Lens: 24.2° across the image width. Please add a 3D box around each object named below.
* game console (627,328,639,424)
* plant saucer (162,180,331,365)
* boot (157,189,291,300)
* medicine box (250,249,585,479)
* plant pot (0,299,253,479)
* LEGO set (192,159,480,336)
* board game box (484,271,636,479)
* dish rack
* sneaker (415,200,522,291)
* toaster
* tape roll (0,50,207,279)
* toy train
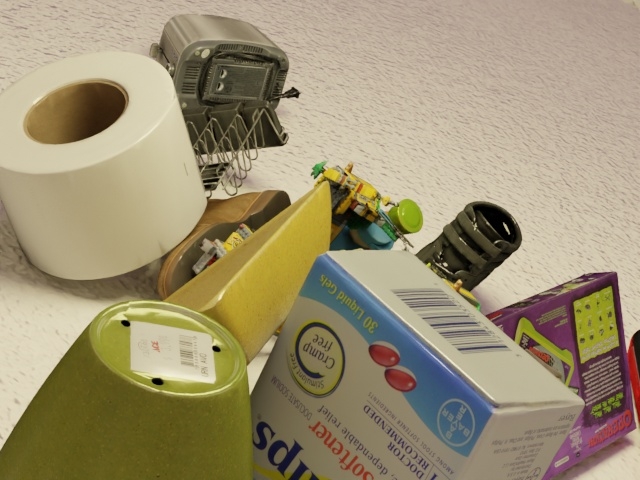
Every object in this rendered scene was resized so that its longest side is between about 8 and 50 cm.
[{"bbox_3d":[0.594,0.258,1.945,0.386,0.060,0.342,16,28,-5],"label":"game console"},{"bbox_3d":[-0.136,0.105,1.557,0.081,0.333,0.333,50,30,-6],"label":"plant saucer"},{"bbox_3d":[-0.146,0.014,1.905,0.115,0.112,0.305,4,21,22],"label":"boot"},{"bbox_3d":[0.068,0.198,1.475,0.149,0.289,0.263,1,32,-47],"label":"medicine box"},{"bbox_3d":[-0.168,0.208,1.317,0.274,0.294,0.275,15,28,-8],"label":"plant pot"},{"bbox_3d":[0.006,0.049,1.739,0.192,0.255,0.331,27,25,-50],"label":"LEGO set"},{"bbox_3d":[0.257,0.172,1.747,0.056,0.208,0.346,-7,6,42],"label":"board game box"},{"bbox_3d":[-0.178,-0.105,2.019,0.208,0.074,0.271,-6,29,20],"label":"dish rack"},{"bbox_3d":[0.153,0.037,1.933,0.104,0.147,0.295,46,44,11],"label":"sneaker"},{"bbox_3d":[-0.153,-0.280,2.356,0.227,0.129,0.146,0,32,-29],"label":"toaster"},{"bbox_3d":[-0.275,-0.093,1.814,0.246,0.169,0.246,-7,40,6],"label":"tape roll"},{"bbox_3d":[0.081,-0.017,1.994,0.248,0.143,0.105,-20,87,-50],"label":"toy train"}]
